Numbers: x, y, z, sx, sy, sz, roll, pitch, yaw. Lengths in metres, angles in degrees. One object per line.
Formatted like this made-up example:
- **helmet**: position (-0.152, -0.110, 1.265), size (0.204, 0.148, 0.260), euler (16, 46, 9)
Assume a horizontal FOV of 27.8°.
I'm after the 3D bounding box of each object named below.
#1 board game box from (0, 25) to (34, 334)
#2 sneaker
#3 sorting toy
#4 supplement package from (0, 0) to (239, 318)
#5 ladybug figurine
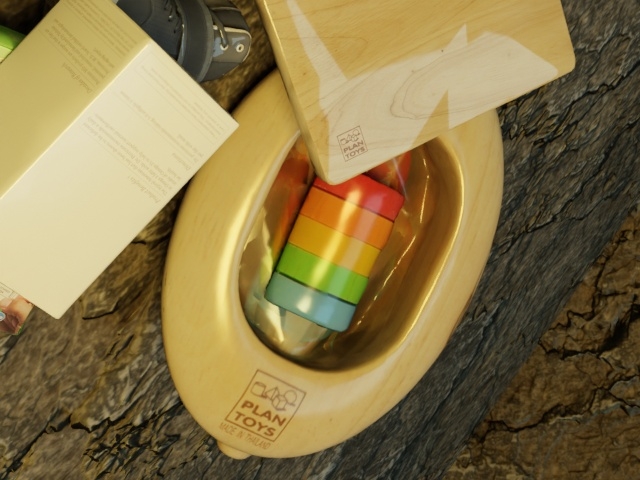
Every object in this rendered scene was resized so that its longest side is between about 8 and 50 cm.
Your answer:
- **board game box**: position (-0.289, -0.058, 0.855), size (0.317, 0.046, 0.213), euler (19, 108, -47)
- **sneaker**: position (-0.120, -0.194, 0.971), size (0.163, 0.086, 0.226), euler (-14, 147, -35)
- **sorting toy**: position (0.060, -0.219, 1.099), size (0.257, 0.089, 0.255), euler (-26, 112, -16)
- **supplement package**: position (-0.164, -0.059, 0.842), size (0.179, 0.105, 0.105), euler (-46, 139, 0)
- **ladybug figurine**: position (0.000, 0.000, 1.261), size (0.305, 0.162, 0.449), euler (29, 90, -20)
